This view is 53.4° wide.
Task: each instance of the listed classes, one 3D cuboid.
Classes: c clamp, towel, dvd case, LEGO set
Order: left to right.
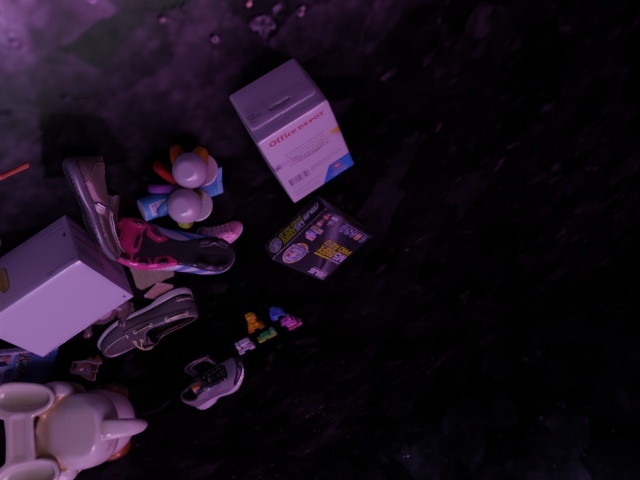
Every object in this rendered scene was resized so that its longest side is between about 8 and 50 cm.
[{"bbox_3d":[-0.829,0.342,1.656,0.253,0.022,0.180,-1,136,-39],"label":"dvd case"},{"bbox_3d":[-0.433,0.062,1.623,0.110,0.027,0.148,-24,144,-16],"label":"towel"},{"bbox_3d":[-0.375,0.417,2.128,0.137,0.022,0.160,-32,148,8],"label":"c clamp"},{"bbox_3d":[-0.187,0.266,2.036,0.227,0.087,0.093,-28,144,3],"label":"LEGO set"}]

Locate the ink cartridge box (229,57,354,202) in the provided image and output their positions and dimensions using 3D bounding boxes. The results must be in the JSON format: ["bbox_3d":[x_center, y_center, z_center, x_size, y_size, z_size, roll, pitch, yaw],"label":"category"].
[{"bbox_3d":[-0.061,-0.241,1.415,0.171,0.168,0.232,-32,146,-2],"label":"ink cartridge box"}]

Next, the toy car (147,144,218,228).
[{"bbox_3d":[-0.308,-0.120,1.393,0.136,0.159,0.182,10,97,2],"label":"toy car"}]

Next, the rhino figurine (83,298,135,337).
[{"bbox_3d":[-0.593,0.194,1.616,0.243,0.073,0.106,-17,147,-21],"label":"rhino figurine"}]

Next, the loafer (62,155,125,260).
[{"bbox_3d":[-0.455,-0.068,1.340,0.087,0.094,0.251,-28,128,-25],"label":"loafer"}]

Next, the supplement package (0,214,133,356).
[{"bbox_3d":[-0.602,0.108,1.435,0.262,0.145,0.204,-34,147,1],"label":"supplement package"}]

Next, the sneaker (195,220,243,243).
[{"bbox_3d":[-0.267,-0.016,1.636,0.134,0.051,0.070,-29,152,1],"label":"sneaker"}]

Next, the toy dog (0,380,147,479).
[{"bbox_3d":[-0.656,0.500,1.762,0.395,0.284,0.408,-17,169,-2],"label":"toy dog"}]

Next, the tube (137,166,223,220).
[{"bbox_3d":[-0.320,-0.106,1.487,0.207,0.052,0.080,-24,149,-23],"label":"tube"}]

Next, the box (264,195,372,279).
[{"bbox_3d":[0.000,0.000,1.869,0.216,0.060,0.270,-43,145,14],"label":"box"}]

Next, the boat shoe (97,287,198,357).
[{"bbox_3d":[-0.474,0.243,1.749,0.305,0.091,0.109,-32,154,4],"label":"boat shoe"}]

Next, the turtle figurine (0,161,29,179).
[{"bbox_3d":[-0.654,-0.181,1.079,0.270,0.087,0.217,-9,133,-19],"label":"turtle figurine"}]

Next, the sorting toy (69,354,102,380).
[{"bbox_3d":[-0.664,0.355,1.793,0.075,0.045,0.083,5,132,-33],"label":"sorting toy"}]

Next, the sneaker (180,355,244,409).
[{"bbox_3d":[-0.356,0.475,2.114,0.271,0.100,0.108,-41,142,21],"label":"sneaker"}]

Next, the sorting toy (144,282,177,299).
[{"bbox_3d":[-0.429,0.137,1.733,0.062,0.012,0.083,-44,145,21],"label":"sorting toy"}]

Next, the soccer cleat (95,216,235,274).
[{"bbox_3d":[-0.374,0.026,1.527,0.331,0.116,0.143,12,169,-20],"label":"soccer cleat"}]
